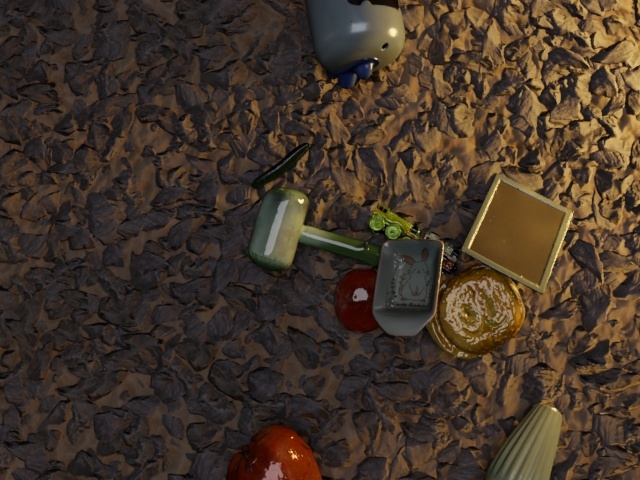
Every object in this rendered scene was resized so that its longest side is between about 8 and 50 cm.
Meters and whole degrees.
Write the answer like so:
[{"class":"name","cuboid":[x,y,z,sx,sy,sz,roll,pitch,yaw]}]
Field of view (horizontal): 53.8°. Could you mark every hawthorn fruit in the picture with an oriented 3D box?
[{"class":"hawthorn fruit","cuboid":[-0.085,0.570,1.419,0.211,0.211,0.299,-28,92,-1]}]

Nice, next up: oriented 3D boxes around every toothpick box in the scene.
[{"class":"toothpick box","cuboid":[0.075,-0.563,1.565,0.262,0.263,0.355,-10,82,1]}]

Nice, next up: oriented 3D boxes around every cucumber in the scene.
[{"class":"cucumber","cuboid":[-0.099,-0.188,1.610,0.184,0.033,0.036,-37,107,-2]}]

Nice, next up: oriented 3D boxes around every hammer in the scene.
[{"class":"hammer","cuboid":[0.000,0.000,1.546,0.335,0.119,0.207,15,85,-1]}]

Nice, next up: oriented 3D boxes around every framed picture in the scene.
[{"class":"framed picture","cuboid":[0.473,-0.022,1.512,0.217,0.017,0.274,30,59,7]}]

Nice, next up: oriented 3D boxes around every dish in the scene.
[{"class":"dish","cuboid":[0.208,0.114,1.472,0.153,0.064,0.235,0,63,26]}]

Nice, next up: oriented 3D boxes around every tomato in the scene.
[{"class":"tomato","cuboid":[0.100,0.144,1.521,0.138,0.091,0.159,-1,84,5]}]

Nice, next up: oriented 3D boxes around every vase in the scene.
[{"class":"vase","cuboid":[0.472,0.492,1.439,0.128,0.128,0.248,30,76,7]}]

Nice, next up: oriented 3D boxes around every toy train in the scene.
[{"class":"toy train","cuboid":[0.233,-0.001,1.555,0.249,0.053,0.085,30,79,6]}]

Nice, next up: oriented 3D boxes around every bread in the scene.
[{"class":"bread","cuboid":[0.364,0.168,1.489,0.236,0.120,0.198,-31,83,-1]}]
